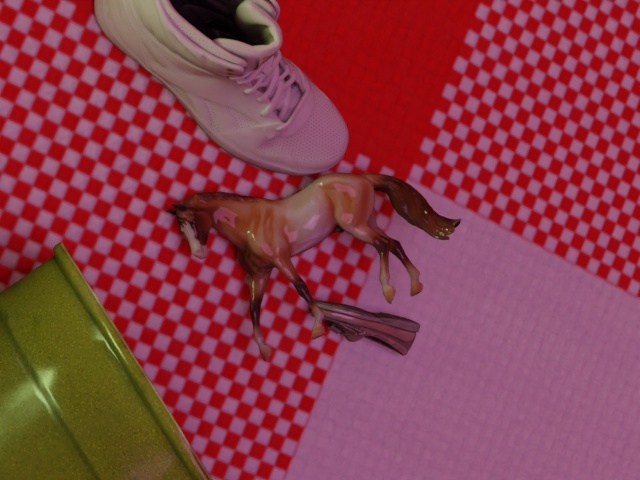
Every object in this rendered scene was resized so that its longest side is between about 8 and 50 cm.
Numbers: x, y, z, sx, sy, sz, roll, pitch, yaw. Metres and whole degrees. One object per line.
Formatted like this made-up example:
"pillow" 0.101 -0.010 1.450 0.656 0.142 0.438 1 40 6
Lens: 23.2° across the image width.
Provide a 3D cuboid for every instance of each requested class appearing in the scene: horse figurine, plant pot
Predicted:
"horse figurine" 0.000 0.000 1.534 0.263 0.066 0.174 -23 83 -14
"plant pot" -0.271 0.247 1.301 0.353 0.366 0.366 -32 107 -8

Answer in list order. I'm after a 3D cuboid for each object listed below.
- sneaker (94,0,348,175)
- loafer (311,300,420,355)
"sneaker" -0.064 -0.152 1.447 0.292 0.169 0.108 34 77 -25
"loafer" 0.045 0.090 1.587 0.125 0.045 0.039 13 95 -29
